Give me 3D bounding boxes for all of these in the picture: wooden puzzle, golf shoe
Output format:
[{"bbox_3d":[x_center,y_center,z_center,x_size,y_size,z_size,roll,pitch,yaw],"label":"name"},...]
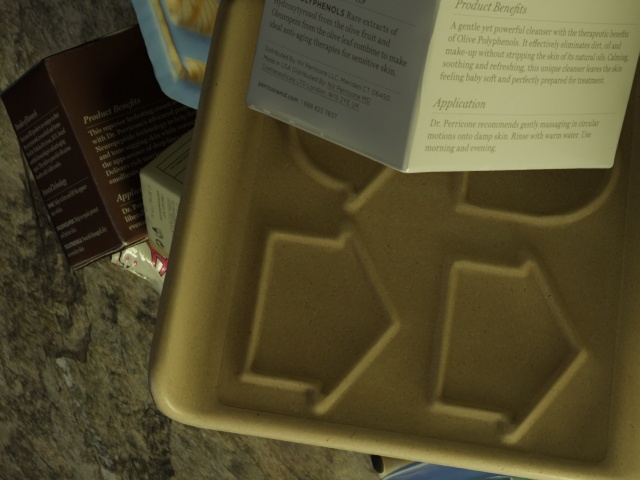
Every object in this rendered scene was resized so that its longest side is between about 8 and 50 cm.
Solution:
[{"bbox_3d":[0.075,0.003,1.209,0.348,0.322,0.080,11,156,-4],"label":"wooden puzzle"},{"bbox_3d":[-0.211,0.016,2.061,0.067,0.086,0.186,-12,112,59],"label":"golf shoe"}]

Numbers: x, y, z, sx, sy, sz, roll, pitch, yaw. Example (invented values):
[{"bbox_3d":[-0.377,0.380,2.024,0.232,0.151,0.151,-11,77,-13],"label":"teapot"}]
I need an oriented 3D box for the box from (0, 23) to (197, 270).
[{"bbox_3d":[-0.195,-0.100,1.785,0.167,0.168,0.203,-20,92,63],"label":"box"}]

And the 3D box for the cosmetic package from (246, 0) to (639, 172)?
[{"bbox_3d":[0.103,-0.232,1.016,0.155,0.197,0.365,26,110,44],"label":"cosmetic package"}]

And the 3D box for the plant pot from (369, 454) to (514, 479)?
[{"bbox_3d":[0.142,0.073,1.366,0.236,0.212,0.236,-34,70,63],"label":"plant pot"}]

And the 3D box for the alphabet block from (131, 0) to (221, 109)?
[{"bbox_3d":[-0.024,-0.217,1.387,0.192,0.197,0.193,25,140,43],"label":"alphabet block"}]

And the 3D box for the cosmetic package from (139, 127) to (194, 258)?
[{"bbox_3d":[0.000,0.000,1.602,0.309,0.160,0.113,34,147,26],"label":"cosmetic package"}]

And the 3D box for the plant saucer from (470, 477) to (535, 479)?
[{"bbox_3d":[0.139,0.242,1.726,0.317,0.043,0.317,49,149,46],"label":"plant saucer"}]
